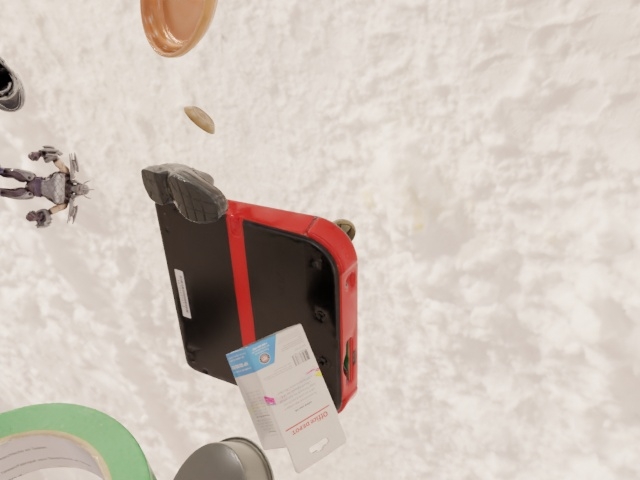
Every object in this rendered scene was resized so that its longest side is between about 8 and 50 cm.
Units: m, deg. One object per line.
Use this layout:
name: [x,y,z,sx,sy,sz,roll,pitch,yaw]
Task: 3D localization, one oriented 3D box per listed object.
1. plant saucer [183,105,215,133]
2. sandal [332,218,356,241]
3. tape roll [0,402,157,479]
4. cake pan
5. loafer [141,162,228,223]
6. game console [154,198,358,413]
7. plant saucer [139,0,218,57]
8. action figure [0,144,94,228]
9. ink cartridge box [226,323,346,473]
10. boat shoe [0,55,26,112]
plant saucer: [-0.253,-0.260,1.342,0.083,0.083,0.015,45,107,-1]
sandal: [0.000,0.000,1.215,0.072,0.049,0.180,33,134,-27]
tape roll: [-0.340,0.337,0.704,0.321,0.321,0.077,22,139,28]
cake pan: [-0.201,0.507,1.170,0.293,0.293,0.054,-3,153,47]
loafer: [-0.158,-0.068,0.779,0.170,0.061,0.062,27,133,44]
game console: [-0.102,0.111,1.049,0.342,0.060,0.386,14,126,24]
plant saucer: [-0.211,-0.377,0.955,0.200,0.037,0.200,5,97,46]
action figure: [-0.655,-0.122,1.416,0.285,0.185,0.099,4,177,-8]
ink cartridge box: [-0.047,0.222,0.888,0.061,0.104,0.181,-27,83,48]
boat shoe: [-0.779,-0.385,1.516,0.102,0.108,0.301,59,161,17]
